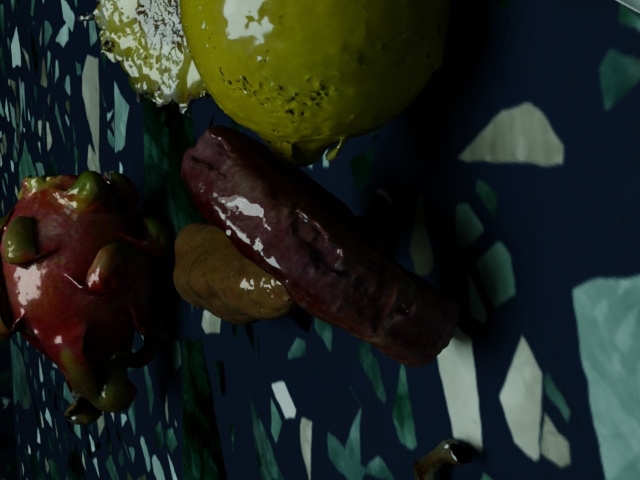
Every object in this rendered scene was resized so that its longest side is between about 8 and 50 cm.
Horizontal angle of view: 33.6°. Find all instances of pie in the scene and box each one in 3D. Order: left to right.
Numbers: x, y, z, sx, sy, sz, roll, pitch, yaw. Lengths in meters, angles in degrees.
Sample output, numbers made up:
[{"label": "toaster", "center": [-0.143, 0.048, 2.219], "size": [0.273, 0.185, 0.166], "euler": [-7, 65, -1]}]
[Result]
[{"label": "pie", "center": [0.000, 0.000, 0.700], "size": [0.054, 0.204, 0.219], "euler": [-52, 50, 8]}]

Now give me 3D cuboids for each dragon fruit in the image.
[{"label": "dragon fruit", "center": [-0.288, 0.062, 1.314], "size": [0.227, 0.243, 0.307], "euler": [4, 139, 43]}]

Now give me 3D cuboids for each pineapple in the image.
[{"label": "pineapple", "center": [-0.140, -0.220, 0.999], "size": [0.221, 0.047, 0.221], "euler": [14, 117, 30]}]

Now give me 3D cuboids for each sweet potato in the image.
[{"label": "sweet potato", "center": [-0.071, 0.032, 0.952], "size": [0.251, 0.097, 0.097], "euler": [-167, 73, -66]}]

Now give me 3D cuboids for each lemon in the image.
[{"label": "lemon", "center": [-0.003, -0.148, 0.668], "size": [0.173, 0.173, 0.206], "euler": [-172, 82, -65]}]

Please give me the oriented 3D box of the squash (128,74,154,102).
[{"label": "squash", "center": [-0.149, -0.227, 1.092], "size": [0.071, 0.080, 0.318], "euler": [37, 144, 5]}]

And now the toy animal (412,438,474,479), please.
[{"label": "toy animal", "center": [0.087, 0.291, 0.714], "size": [0.243, 0.087, 0.260], "euler": [-103, 20, -47]}]

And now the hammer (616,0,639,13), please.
[{"label": "hammer", "center": [0.137, -0.134, 0.544], "size": [0.246, 0.029, 0.103], "euler": [-129, 41, -52]}]
